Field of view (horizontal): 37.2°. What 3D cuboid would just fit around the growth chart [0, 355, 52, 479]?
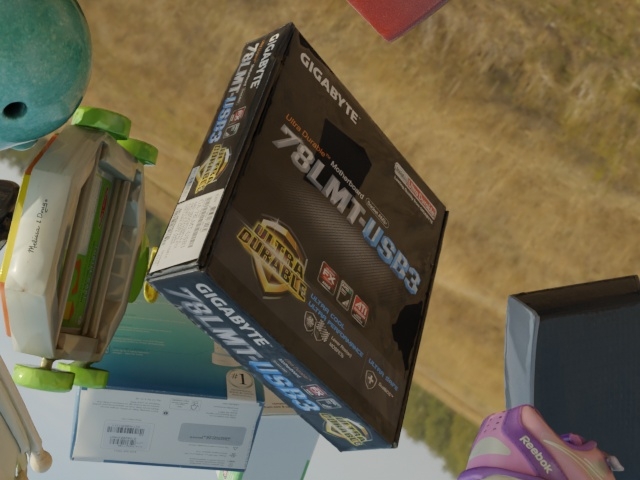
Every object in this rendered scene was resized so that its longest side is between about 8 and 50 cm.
[{"bbox_3d":[-0.221,0.147,0.536,0.237,0.021,0.172,-75,-22,-57],"label":"growth chart"}]

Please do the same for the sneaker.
[{"bbox_3d":[0.187,0.194,0.664,0.236,0.104,0.095,36,136,-21],"label":"sneaker"}]

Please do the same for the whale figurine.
[{"bbox_3d":[-0.307,-0.114,0.783,0.141,0.272,0.216,53,-172,33],"label":"whale figurine"}]

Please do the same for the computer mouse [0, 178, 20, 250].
[{"bbox_3d":[-0.505,0.024,1.246,0.184,0.262,0.060,2,137,24],"label":"computer mouse"}]

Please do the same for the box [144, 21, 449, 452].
[{"bbox_3d":[0.000,0.000,0.895,0.073,0.293,0.295,-13,134,37],"label":"box"}]

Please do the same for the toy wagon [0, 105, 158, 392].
[{"bbox_3d":[-0.234,0.020,0.993,0.068,0.267,0.344,11,173,4],"label":"toy wagon"}]

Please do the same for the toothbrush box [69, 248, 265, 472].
[{"bbox_3d":[-0.199,0.141,1.220,0.216,0.126,0.295,7,-147,-15],"label":"toothbrush box"}]

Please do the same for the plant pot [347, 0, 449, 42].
[{"bbox_3d":[0.124,-0.457,1.180,0.235,0.267,0.267,-13,139,43],"label":"plant pot"}]

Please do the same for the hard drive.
[{"bbox_3d":[0.298,0.174,1.080,0.172,0.255,0.054,-8,-162,-7],"label":"hard drive"}]

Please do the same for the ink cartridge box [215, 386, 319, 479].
[{"bbox_3d":[-0.112,0.265,1.566,0.121,0.211,0.289,3,-149,-23],"label":"ink cartridge box"}]
